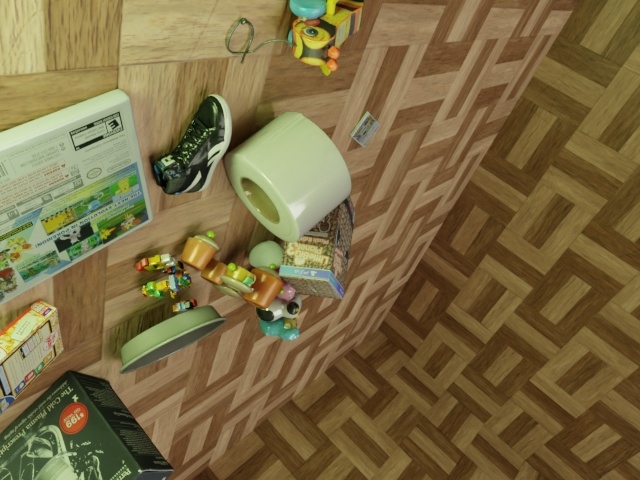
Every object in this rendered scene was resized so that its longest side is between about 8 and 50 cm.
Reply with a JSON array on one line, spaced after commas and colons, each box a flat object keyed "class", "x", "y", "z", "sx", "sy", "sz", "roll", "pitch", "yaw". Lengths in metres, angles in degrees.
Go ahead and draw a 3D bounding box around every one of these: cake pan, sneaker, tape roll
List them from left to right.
[{"class": "cake pan", "x": -0.386, "y": 0.252, "z": 1.270, "sx": 0.293, "sy": 0.054, "sz": 0.293, "roll": -28, "pitch": 170, "yaw": -5}, {"class": "sneaker", "x": -0.249, "y": -0.170, "z": 0.926, "sx": 0.121, "sy": 0.079, "sz": 0.217, "roll": -25, "pitch": 149, "yaw": -49}, {"class": "tape roll", "x": -0.075, "y": -0.139, "z": 1.094, "sx": 0.169, "sy": 0.246, "sz": 0.246, "roll": -42, "pitch": 157, "yaw": -19}]

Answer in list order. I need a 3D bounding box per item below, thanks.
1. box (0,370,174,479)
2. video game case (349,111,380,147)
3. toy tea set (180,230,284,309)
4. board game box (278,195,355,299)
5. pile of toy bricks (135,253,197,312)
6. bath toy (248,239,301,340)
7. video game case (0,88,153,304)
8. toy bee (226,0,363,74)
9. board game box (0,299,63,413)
[{"class": "box", "x": -0.588, "y": 0.546, "z": 1.135, "sx": 0.343, "sy": 0.312, "sz": 0.179, "roll": -45, "pitch": 158, "yaw": -12}, {"class": "video game case", "x": 0.138, "y": -0.337, "z": 1.495, "sx": 0.087, "sy": 0.011, "sz": 0.122, "roll": -53, "pitch": 159, "yaw": 10}, {"class": "toy tea set", "x": -0.218, "y": 0.067, "z": 1.268, "sx": 0.124, "sy": 0.200, "sz": 0.336, "roll": -65, "pitch": 161, "yaw": -16}, {"class": "board game box", "x": 0.000, "y": 0.000, "z": 1.426, "sx": 0.232, "sy": 0.141, "sz": 0.291, "roll": 56, "pitch": 41, "yaw": -68}, {"class": "pile of toy bricks", "x": -0.371, "y": 0.111, "z": 1.151, "sx": 0.105, "sy": 0.118, "sz": 0.212, "roll": -14, "pitch": 163, "yaw": -3}, {"class": "bath toy", "x": -0.130, "y": 0.157, "z": 1.514, "sx": 0.151, "sy": 0.129, "sz": 0.348, "roll": -23, "pitch": 131, "yaw": -23}, {"class": "video game case", "x": -0.440, "y": -0.061, "z": 0.799, "sx": 0.329, "sy": 0.036, "sz": 0.300, "roll": -37, "pitch": 155, "yaw": -32}, {"class": "toy bee", "x": -0.002, "y": -0.387, "z": 0.941, "sx": 0.298, "sy": 0.162, "sz": 0.195, "roll": -46, "pitch": 160, "yaw": -8}, {"class": "board game box", "x": -0.572, "y": 0.227, "z": 0.912, "sx": 0.193, "sy": 0.045, "sz": 0.147, "roll": -59, "pitch": 172, "yaw": -49}]
